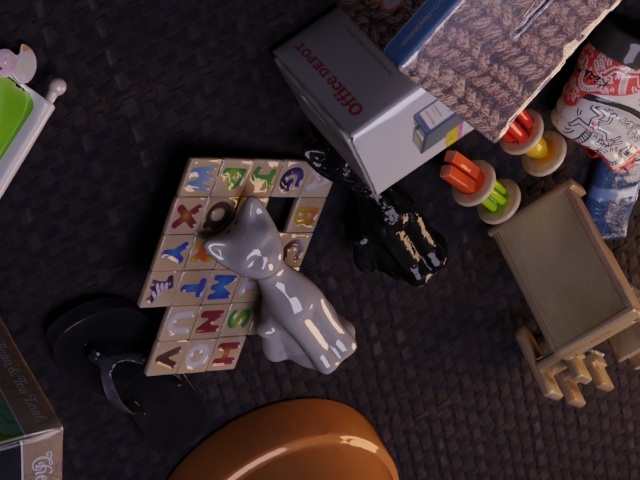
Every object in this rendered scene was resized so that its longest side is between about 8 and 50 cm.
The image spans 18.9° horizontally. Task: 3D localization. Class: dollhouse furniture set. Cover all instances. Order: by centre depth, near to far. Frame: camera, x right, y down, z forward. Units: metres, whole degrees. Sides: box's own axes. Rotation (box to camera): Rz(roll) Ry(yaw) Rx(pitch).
[{"bbox_3d":[0.302,0.051,2.101,0.212,0.161,0.242,-32,156,17],"label":"dollhouse furniture set"}]

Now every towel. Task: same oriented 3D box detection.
[{"bbox_3d":[0.319,-0.052,2.103,0.067,0.029,0.119,-5,127,-30],"label":"towel"}]

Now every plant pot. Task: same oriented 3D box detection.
[{"bbox_3d":[-0.017,0.344,2.077,0.291,0.203,0.291,-18,132,-21],"label":"plant pot"}]

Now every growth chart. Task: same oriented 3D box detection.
[{"bbox_3d":[-0.331,-0.112,1.588,0.237,0.021,0.172,25,88,-38],"label":"growth chart"}]

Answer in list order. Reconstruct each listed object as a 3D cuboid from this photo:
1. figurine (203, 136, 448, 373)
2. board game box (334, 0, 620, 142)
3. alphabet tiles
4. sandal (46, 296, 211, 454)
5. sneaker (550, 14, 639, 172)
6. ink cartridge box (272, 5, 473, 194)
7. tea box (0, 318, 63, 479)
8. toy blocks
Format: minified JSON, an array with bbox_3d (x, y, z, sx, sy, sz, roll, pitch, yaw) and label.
[{"bbox_3d":[0.000,0.000,1.873,0.215,0.092,0.209,-43,134,-11],"label":"figurine"},{"bbox_3d":[0.109,-0.268,1.594,0.232,0.291,0.141,-49,136,9],"label":"board game box"},{"bbox_3d":[-0.090,0.026,1.865,0.198,0.009,0.237,-1,119,-46],"label":"alphabet tiles"},{"bbox_3d":[-0.176,0.138,1.906,0.097,0.054,0.254,-40,137,1],"label":"sandal"},{"bbox_3d":[0.361,-0.139,2.019,0.270,0.090,0.145,12,118,-36],"label":"sneaker"},{"bbox_3d":[0.086,-0.166,1.761,0.212,0.154,0.093,-34,138,-7],"label":"ink cartridge box"},{"bbox_3d":[-0.415,0.260,1.727,0.323,0.220,0.329,-12,131,-25],"label":"tea box"},{"bbox_3d":[0.168,-0.094,1.949,0.123,0.054,0.148,-47,136,7],"label":"toy blocks"}]
